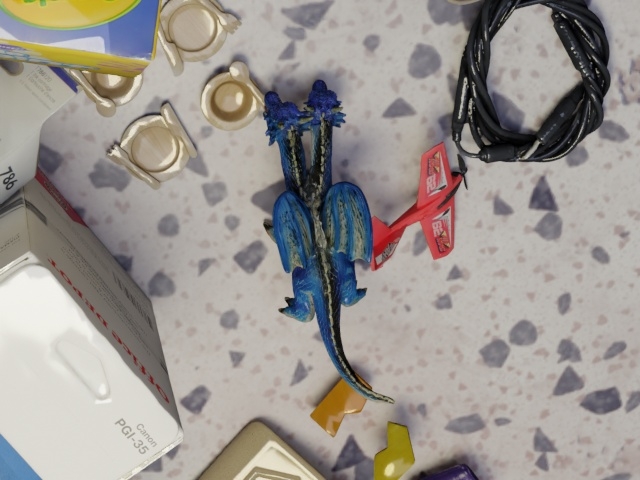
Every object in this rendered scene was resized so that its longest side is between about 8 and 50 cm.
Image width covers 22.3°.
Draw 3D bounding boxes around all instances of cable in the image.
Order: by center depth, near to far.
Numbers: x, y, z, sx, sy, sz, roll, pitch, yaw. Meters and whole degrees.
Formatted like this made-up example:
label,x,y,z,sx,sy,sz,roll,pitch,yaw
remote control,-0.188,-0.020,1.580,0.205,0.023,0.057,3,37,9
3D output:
label,x,y,z,sx,sy,sz,roll,pitch,yaw
cable,0.200,-0.157,1.501,0.151,0.047,0.184,3,109,-13

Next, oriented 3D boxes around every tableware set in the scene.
label,x,y,z,sx,sy,sz,roll,pitch,yaw
tableware set,-0.132,-0.135,1.455,0.169,0.020,0.141,-33,113,2

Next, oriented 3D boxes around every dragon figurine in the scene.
label,x,y,z,sx,sy,sz,roll,pitch,yaw
dragon figurine,0.000,0.000,1.436,0.085,0.289,0.144,-8,153,-6

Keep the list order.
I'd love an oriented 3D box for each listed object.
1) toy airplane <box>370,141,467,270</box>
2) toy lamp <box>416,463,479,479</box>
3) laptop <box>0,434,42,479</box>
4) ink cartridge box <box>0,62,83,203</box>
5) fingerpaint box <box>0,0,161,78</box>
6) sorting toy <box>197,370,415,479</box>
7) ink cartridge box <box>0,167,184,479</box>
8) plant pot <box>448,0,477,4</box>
label,x,y,z,sx,sy,sz,roll,pitch,yaw
toy airplane,0.089,-0.022,1.510,0.151,0.028,0.151,-36,141,-36
toy lamp,0.047,0.321,1.634,0.275,0.080,0.080,-36,113,2
laptop,-0.437,0.232,1.406,0.382,0.236,0.408,-46,126,7
ink cartridge box,-0.359,-0.053,1.312,0.333,0.165,0.065,-41,157,-13
fingerpaint box,-0.326,-0.336,1.204,0.445,0.163,0.371,7,90,-11
sorting toy,-0.016,0.289,1.587,0.229,0.041,0.307,42,91,4
ink cartridge box,-0.231,0.066,1.367,0.117,0.283,0.207,-35,113,3
plant pot,0.136,-0.361,1.316,0.284,0.284,0.191,-46,77,7
